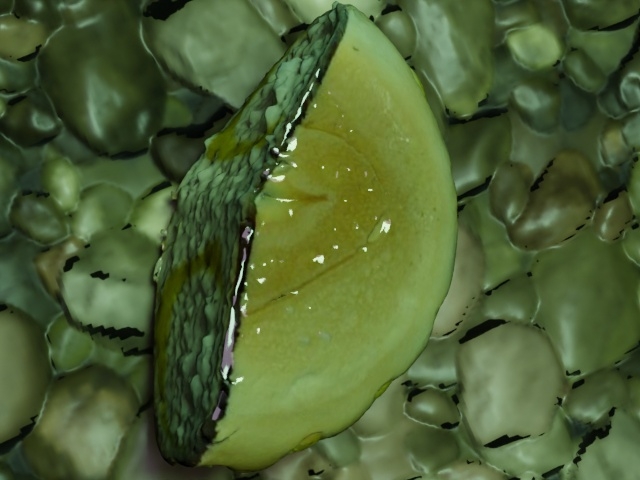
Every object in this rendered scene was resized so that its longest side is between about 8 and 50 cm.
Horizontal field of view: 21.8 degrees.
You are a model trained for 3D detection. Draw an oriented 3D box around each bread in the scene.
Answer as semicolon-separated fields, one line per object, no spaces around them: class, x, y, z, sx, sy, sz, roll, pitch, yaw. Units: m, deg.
bread;0.000;0.000;0.555;0.094;0.083;0.157;7;83;-20
